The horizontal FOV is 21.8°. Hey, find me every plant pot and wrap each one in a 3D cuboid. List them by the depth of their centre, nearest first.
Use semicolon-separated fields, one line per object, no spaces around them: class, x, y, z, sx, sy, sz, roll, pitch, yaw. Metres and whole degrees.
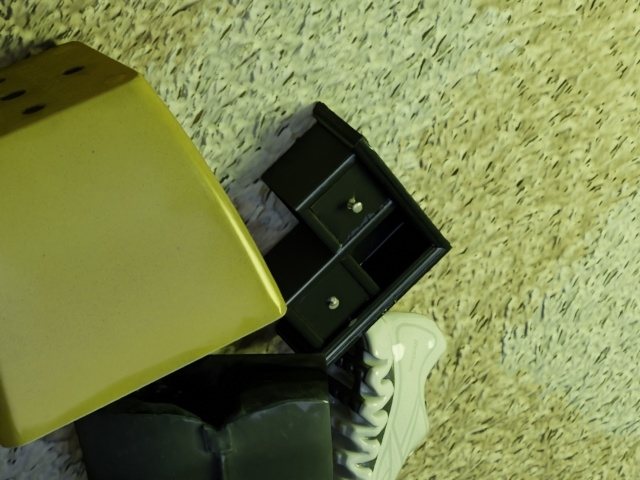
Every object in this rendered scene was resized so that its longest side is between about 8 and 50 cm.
plant pot;-0.181;-0.017;1.139;0.212;0.212;0.187;-26;116;-18

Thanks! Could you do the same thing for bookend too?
bookend;0.000;0.000;1.345;0.156;0.072;0.157;-43;132;-3

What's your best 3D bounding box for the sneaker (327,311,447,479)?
sneaker;0.038;0.192;1.475;0.118;0.110;0.292;-7;122;-41

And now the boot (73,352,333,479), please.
boot;-0.156;0.315;1.374;0.367;0.146;0.445;-10;122;-15
